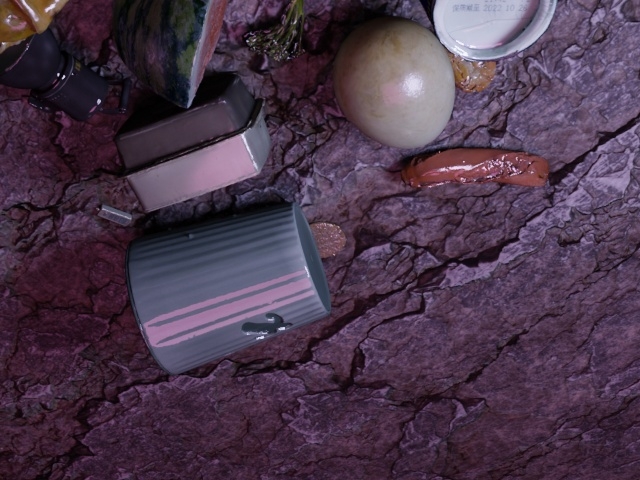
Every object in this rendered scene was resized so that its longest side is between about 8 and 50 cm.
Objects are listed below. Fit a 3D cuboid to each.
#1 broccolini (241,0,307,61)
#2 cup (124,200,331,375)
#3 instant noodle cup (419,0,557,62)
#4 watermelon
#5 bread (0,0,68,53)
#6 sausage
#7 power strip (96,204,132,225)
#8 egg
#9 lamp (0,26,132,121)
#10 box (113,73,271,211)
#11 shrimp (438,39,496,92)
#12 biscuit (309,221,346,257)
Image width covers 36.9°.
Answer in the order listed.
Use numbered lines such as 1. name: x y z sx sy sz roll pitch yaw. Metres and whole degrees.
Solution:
1. broccolini: -0.089 -0.429 1.719 0.123 0.062 0.271 -17 143 -11
2. cup: -0.198 0.086 2.114 0.393 0.401 0.310 -17 102 6
3. instant noodle cup: 0.252 -0.455 1.552 0.284 0.312 0.284 -3 137 -3
4. watermelon: -0.235 -0.373 1.680 0.201 0.261 0.212 -14 140 -34
5. bread: -0.535 -0.457 1.544 0.239 0.196 0.252 -25 136 20
6. sausage: 0.332 -0.154 2.040 0.327 0.079 0.087 0 121 -8
7. power strip: -0.452 -0.055 2.093 0.083 0.017 0.027 21 128 -28
8. egg: 0.143 -0.282 1.789 0.219 0.218 0.295 -19 145 12
9. lamp: -0.490 -0.298 1.768 0.172 0.147 0.227 -18 144 30
10. box: -0.242 -0.189 1.837 0.291 0.220 0.166 -19 113 13
11. shrimp: 0.275 -0.351 1.862 0.091 0.043 0.184 -40 133 21
12. biscuit: 0.000 0.000 2.204 0.120 0.015 0.120 -3 136 -2
